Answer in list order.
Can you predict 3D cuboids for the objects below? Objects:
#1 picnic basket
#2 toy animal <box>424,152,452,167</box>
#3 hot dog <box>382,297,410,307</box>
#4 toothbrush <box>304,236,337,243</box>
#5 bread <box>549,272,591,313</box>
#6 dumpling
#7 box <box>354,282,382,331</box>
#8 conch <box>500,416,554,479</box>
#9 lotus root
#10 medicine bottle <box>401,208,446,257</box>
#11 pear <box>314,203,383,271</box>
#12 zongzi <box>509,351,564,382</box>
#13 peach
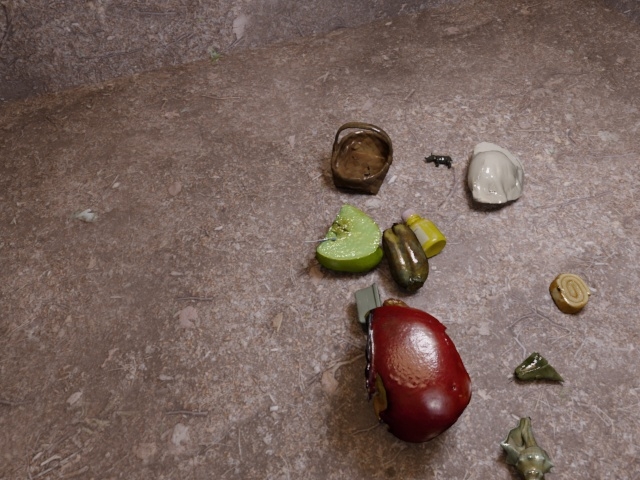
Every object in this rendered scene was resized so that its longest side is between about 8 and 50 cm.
[{"bbox_3d":[0.193,-0.420,1.967,0.293,0.337,0.337,14,56,14],"label":"picnic basket"},{"bbox_3d":[0.579,-0.397,2.082,0.135,0.047,0.065,9,50,13],"label":"toy animal"},{"bbox_3d":[0.296,0.276,1.602,0.099,0.065,0.147,-1,47,-34],"label":"hot dog"},{"bbox_3d":[0.000,0.000,1.675,0.131,0.011,0.013,-7,37,1],"label":"toothbrush"},{"bbox_3d":[0.949,0.195,1.604,0.122,0.073,0.149,-8,54,-3],"label":"bread"},{"bbox_3d":[0.800,-0.295,1.916,0.260,0.181,0.341,13,34,3],"label":"dumpling"},{"bbox_3d":[0.187,0.260,1.599,0.093,0.124,0.172,-12,52,8],"label":"box"},{"bbox_3d":[0.616,0.655,1.288,0.137,0.114,0.234,4,19,-5],"label":"conch"},{"bbox_3d":[0.339,0.065,1.686,0.152,0.160,0.275,-17,65,6],"label":"lotus root"},{"bbox_3d":[0.424,-0.040,1.789,0.122,0.122,0.212,-23,55,-12],"label":"medicine bottle"},{"bbox_3d":[0.138,0.020,1.751,0.292,0.159,0.292,-2,58,4],"label":"pear"},{"bbox_3d":[0.730,0.472,1.438,0.154,0.062,0.130,-35,71,-12],"label":"zongzi"},{"bbox_3d":[0.270,0.400,1.351,0.353,0.339,0.416,-39,67,-16],"label":"peach"}]
